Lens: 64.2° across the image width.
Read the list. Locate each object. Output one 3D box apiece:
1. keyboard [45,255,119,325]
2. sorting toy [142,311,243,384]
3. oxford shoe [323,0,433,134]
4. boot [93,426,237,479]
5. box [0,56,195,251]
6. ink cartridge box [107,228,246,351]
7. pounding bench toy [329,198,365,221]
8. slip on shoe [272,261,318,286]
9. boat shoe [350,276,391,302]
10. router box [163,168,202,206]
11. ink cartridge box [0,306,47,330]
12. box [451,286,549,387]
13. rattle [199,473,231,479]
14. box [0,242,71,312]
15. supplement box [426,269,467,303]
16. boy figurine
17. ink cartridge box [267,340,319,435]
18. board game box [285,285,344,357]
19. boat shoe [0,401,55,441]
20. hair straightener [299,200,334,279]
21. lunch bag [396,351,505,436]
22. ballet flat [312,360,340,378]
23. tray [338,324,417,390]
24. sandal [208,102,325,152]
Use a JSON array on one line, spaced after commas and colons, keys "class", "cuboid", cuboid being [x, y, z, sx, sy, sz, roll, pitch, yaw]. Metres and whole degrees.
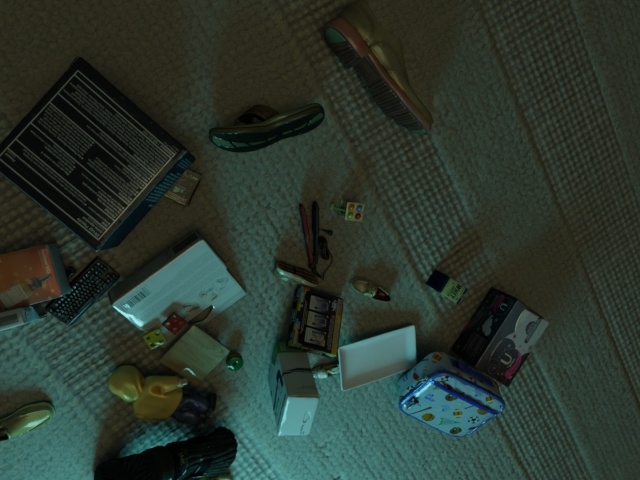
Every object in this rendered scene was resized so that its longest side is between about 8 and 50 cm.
[{"class": "keyboard", "cuboid": [-0.608, 0.120, 1.281, 0.180, 0.023, 0.108, -46, 110, -4]}, {"class": "sorting toy", "cuboid": [-0.347, 0.295, 1.376, 0.132, 0.046, 0.274, -46, 117, 1]}, {"class": "oxford shoe", "cuboid": [0.189, -0.452, 1.343, 0.146, 0.140, 0.397, -48, 112, -10]}, {"class": "boot", "cuboid": [-0.418, 0.619, 1.384, 0.260, 0.348, 0.131, 7, 61, -55]}, {"class": "box", "cuboid": [-0.496, -0.183, 1.144, 0.296, 0.183, 0.294, 42, 87, -7]}, {"class": "ink cartridge box", "cuboid": [-0.366, 0.137, 1.341, 0.275, 0.060, 0.239, -36, 134, -7]}, {"class": "pounding bench toy", "cuboid": [0.073, -0.085, 1.421, 0.083, 0.065, 0.052, 5, 100, -17]}, {"class": "slip on shoe", "cuboid": [-0.071, 0.103, 1.430, 0.135, 0.051, 0.041, 22, 125, -24]}, {"class": "boat shoe", "cuboid": [0.154, 0.146, 1.505, 0.135, 0.045, 0.050, 21, 95, -20]}, {"class": "router box", "cuboid": [-0.372, -0.151, 1.286, 0.122, 0.038, 0.092, 27, 92, -20]}, {"class": "ink cartridge box", "cuboid": [-0.733, 0.186, 1.179, 0.145, 0.179, 0.045, -15, 93, -13]}, {"class": "box", "cuboid": [0.570, 0.305, 1.614, 0.163, 0.142, 0.247, 33, 91, -20]}, {"class": "rattle", "cuboid": [-0.308, 0.782, 1.455, 0.130, 0.142, 0.200, 16, 91, -38]}, {"class": "box", "cuboid": [-0.700, 0.088, 1.197, 0.170, 0.091, 0.130, -16, 95, -12]}, {"class": "supplement box", "cuboid": [0.384, 0.140, 1.553, 0.083, 0.083, 0.056, 32, 92, -21]}, {"class": "boy figurine", "cuboid": [-0.430, 0.423, 1.362, 0.285, 0.092, 0.177, 26, 112, -17]}, {"class": "ink cartridge box", "cuboid": [-0.078, 0.399, 1.384, 0.086, 0.208, 0.153, 4, 118, -18]}, {"class": "board game box", "cuboid": [-0.014, 0.228, 1.428, 0.141, 0.048, 0.170, 20, 62, -21]}, {"class": "boat shoe", "cuboid": [-0.768, 0.472, 1.279, 0.190, 0.072, 0.068, -23, 107, -12]}, {"class": "hair straightener", "cuboid": [0.000, 0.000, 1.426, 0.089, 0.047, 0.231, -13, 105, -14]}, {"class": "lunch bag", "cuboid": [0.395, 0.471, 1.561, 0.303, 0.115, 0.243, 29, 123, -19]}, {"class": "ballet flat", "cuboid": [0.023, 0.390, 1.520, 0.114, 0.041, 0.041, -15, 105, -13]}, {"class": "tray", "cuboid": [0.172, 0.349, 1.544, 0.270, 0.030, 0.145, -11, 105, -24]}, {"class": "sandal", "cuboid": [-0.139, -0.301, 1.301, 0.302, 0.120, 0.086, -19, 79, -14]}]
